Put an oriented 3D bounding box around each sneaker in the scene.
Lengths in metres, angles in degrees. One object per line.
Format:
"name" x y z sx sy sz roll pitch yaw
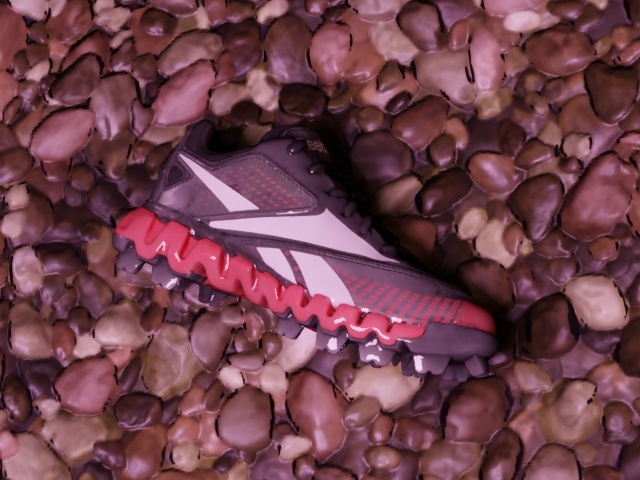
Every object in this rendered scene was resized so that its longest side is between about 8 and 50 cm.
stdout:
"sneaker" 0.000 0.000 1.279 0.276 0.097 0.135 21 87 26
